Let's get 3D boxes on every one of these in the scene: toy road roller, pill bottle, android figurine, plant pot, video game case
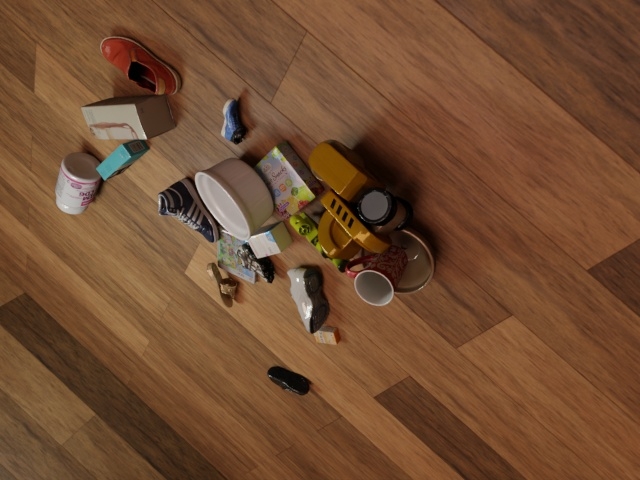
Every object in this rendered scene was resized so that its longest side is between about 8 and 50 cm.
[{"bbox_3d":[0.073,-0.094,1.143,0.240,0.202,0.329,-47,67,17],"label":"toy road roller"},{"bbox_3d":[-1.101,-0.251,1.856,0.160,0.160,0.283,46,131,-2],"label":"pill bottle"},{"bbox_3d":[0.000,0.000,1.324,0.056,0.273,0.248,-46,126,4],"label":"android figurine"},{"bbox_3d":[0.247,0.041,1.272,0.237,0.110,0.237,15,125,23],"label":"plant pot"},{"bbox_3d":[-0.343,0.060,1.688,0.193,0.023,0.212,22,127,17],"label":"video game case"}]

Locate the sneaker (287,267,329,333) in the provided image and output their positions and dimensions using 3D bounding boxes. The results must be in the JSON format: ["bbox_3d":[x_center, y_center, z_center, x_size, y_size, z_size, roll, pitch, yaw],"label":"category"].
[{"bbox_3d":[-0.051,0.226,1.583,0.129,0.111,0.297,16,122,41],"label":"sneaker"}]

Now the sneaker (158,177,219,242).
[{"bbox_3d":[-0.525,-0.090,1.608,0.099,0.153,0.282,-14,108,47],"label":"sneaker"}]

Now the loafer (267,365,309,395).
[{"bbox_3d":[-0.146,0.661,1.913,0.220,0.080,0.078,20,136,25],"label":"loafer"}]

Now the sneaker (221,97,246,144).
[{"bbox_3d":[-0.279,-0.387,1.352,0.084,0.058,0.152,38,134,13],"label":"sneaker"}]

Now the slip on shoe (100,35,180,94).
[{"bbox_3d":[-0.637,-0.602,1.408,0.331,0.101,0.123,34,131,10],"label":"slip on shoe"}]

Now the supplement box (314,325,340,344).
[{"bbox_3d":[0.025,0.384,1.660,0.098,0.036,0.062,-1,117,31],"label":"supplement box"}]

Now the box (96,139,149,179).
[{"bbox_3d":[-0.811,-0.332,1.674,0.244,0.100,0.060,-21,106,38],"label":"box"}]

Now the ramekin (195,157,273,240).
[{"bbox_3d":[-0.288,-0.147,1.404,0.277,0.135,0.277,37,152,24],"label":"ramekin"}]

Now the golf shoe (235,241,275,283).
[{"bbox_3d":[-0.255,0.092,1.610,0.094,0.077,0.198,-19,115,30],"label":"golf shoe"}]

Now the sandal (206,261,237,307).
[{"bbox_3d":[-0.402,0.192,1.766,0.079,0.088,0.240,-14,120,11],"label":"sandal"}]

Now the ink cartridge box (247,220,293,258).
[{"bbox_3d":[-0.194,-0.001,1.519,0.143,0.090,0.092,-13,110,36],"label":"ink cartridge box"}]

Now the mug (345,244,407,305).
[{"bbox_3d":[0.167,0.078,1.160,0.150,0.169,0.113,41,131,3],"label":"mug"}]

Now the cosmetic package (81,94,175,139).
[{"bbox_3d":[-0.707,-0.453,1.508,0.296,0.153,0.129,8,123,28],"label":"cosmetic package"}]

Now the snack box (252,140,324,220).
[{"bbox_3d":[-0.118,-0.196,1.369,0.174,0.070,0.207,-34,96,41],"label":"snack box"}]
